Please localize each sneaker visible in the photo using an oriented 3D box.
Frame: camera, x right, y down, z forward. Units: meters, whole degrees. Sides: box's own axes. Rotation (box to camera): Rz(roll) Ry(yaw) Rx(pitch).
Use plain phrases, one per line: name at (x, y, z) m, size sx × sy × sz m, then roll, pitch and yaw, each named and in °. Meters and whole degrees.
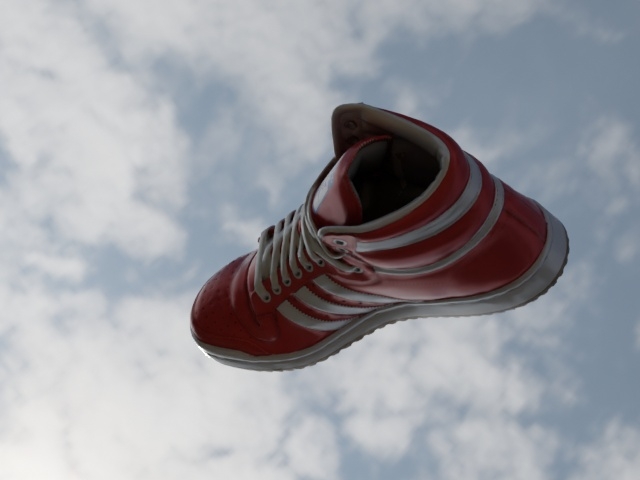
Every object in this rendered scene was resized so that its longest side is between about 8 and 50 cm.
sneaker at (0.000, 0.000, 0.505) m, size 0.118 × 0.042 × 0.067 m, roll -16°, pitch -35°, yaw 30°
